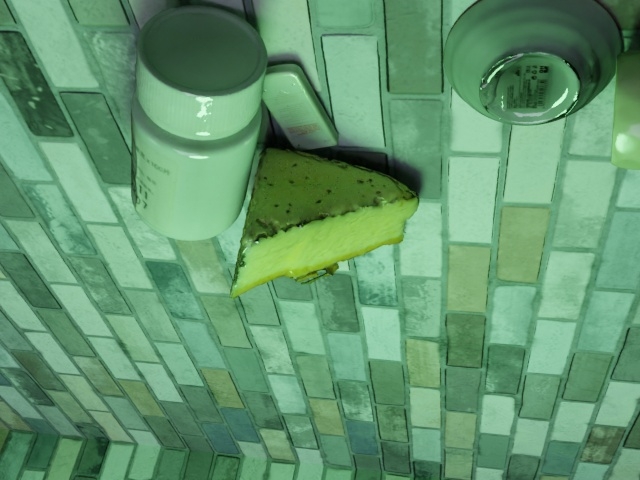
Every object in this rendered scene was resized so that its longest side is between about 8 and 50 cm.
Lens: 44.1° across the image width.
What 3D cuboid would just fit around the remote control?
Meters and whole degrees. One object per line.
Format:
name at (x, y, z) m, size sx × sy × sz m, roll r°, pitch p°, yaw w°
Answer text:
remote control at (-0.041, -0.224, 1.345) m, size 0.088 × 0.029 × 0.190 m, roll -7°, pitch 144°, yaw 24°

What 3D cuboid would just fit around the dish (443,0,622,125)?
dish at (0.311, -0.246, 1.174) m, size 0.260 × 0.085 × 0.260 m, roll 8°, pitch 144°, yaw 6°

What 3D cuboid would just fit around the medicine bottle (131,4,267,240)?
medicine bottle at (-0.207, -0.179, 1.300) m, size 0.211 × 0.211 × 0.371 m, roll 14°, pitch 144°, yaw -4°

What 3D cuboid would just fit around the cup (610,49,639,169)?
cup at (0.526, -0.160, 1.135) m, size 0.202 × 0.173 × 0.255 m, roll 3°, pitch 150°, yaw 19°

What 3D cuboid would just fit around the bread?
bread at (0.000, 0.000, 1.444) m, size 0.315 × 0.279 × 0.248 m, roll 19°, pitch 144°, yaw 0°
